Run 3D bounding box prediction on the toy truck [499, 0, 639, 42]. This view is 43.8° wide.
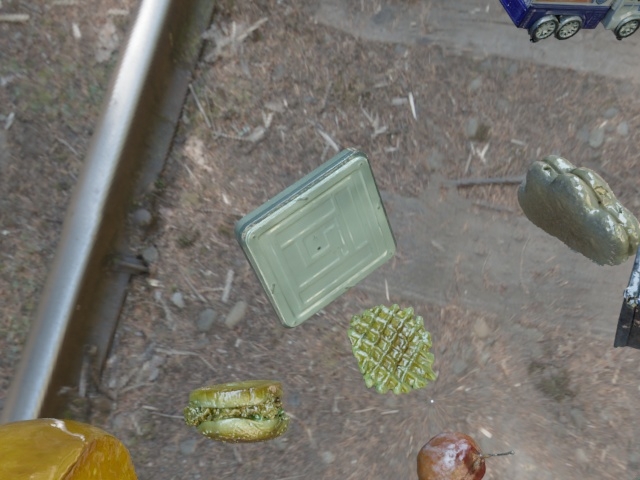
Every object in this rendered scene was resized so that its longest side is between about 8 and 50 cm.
[{"bbox_3d":[0.418,-0.410,1.248,0.267,0.155,0.124,-7,58,-24],"label":"toy truck"}]

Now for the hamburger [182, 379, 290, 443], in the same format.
[{"bbox_3d":[-0.173,0.351,1.633,0.215,0.189,0.122,-2,86,-10],"label":"hamburger"}]

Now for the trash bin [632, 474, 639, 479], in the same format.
[{"bbox_3d":[0.679,0.548,1.472,0.432,0.280,0.281,-7,73,-38],"label":"trash bin"}]

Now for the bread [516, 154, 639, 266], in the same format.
[{"bbox_3d":[0.521,-0.082,1.651,0.102,0.337,0.183,-30,120,-10],"label":"bread"}]

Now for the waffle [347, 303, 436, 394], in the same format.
[{"bbox_3d":[0.142,0.210,1.549,0.169,0.036,0.184,-9,68,-21],"label":"waffle"}]

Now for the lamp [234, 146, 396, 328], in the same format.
[{"bbox_3d":[0.000,0.000,1.413,0.269,0.267,0.047,-35,43,-13],"label":"lamp"}]

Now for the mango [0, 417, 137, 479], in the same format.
[{"bbox_3d":[-0.169,0.197,0.269,0.199,0.201,0.350,17,40,2],"label":"mango"}]

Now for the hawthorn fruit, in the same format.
[{"bbox_3d":[0.144,0.221,0.795,0.103,0.066,0.067,-30,73,40],"label":"hawthorn fruit"}]

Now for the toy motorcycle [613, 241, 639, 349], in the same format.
[{"bbox_3d":[0.420,-0.034,0.796,0.212,0.125,0.359,15,52,22],"label":"toy motorcycle"}]
